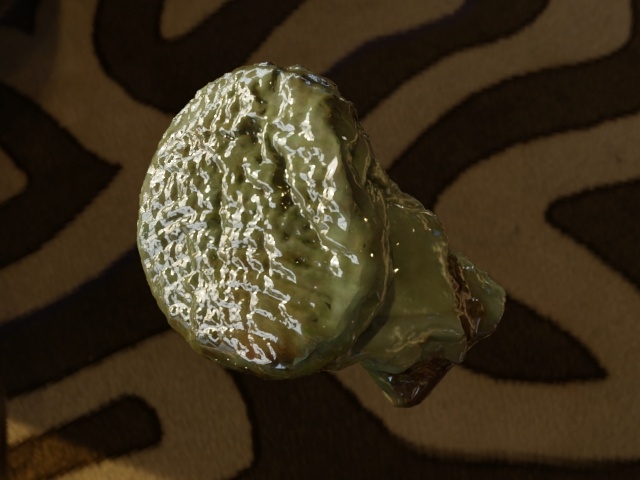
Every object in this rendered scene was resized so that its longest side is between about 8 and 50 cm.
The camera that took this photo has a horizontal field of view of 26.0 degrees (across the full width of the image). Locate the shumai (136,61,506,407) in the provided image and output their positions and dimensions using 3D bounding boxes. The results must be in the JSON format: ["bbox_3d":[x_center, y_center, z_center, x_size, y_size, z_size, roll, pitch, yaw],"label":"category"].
[{"bbox_3d":[0.000,0.000,1.054,0.222,0.203,0.272,-39,62,28],"label":"shumai"}]
